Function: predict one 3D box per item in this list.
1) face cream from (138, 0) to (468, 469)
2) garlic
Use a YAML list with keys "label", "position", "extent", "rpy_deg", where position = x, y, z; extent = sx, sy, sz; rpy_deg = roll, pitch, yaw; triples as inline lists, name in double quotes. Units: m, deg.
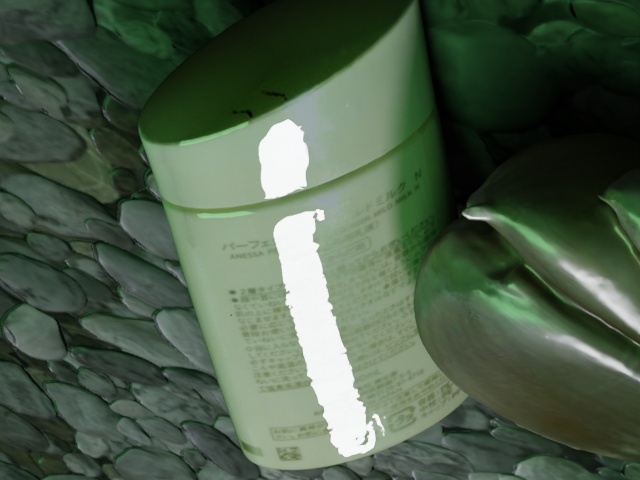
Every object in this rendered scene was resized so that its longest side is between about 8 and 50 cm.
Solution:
- label: "face cream"
  position: [0.000, 0.000, 1.186]
  extent: [0.173, 0.081, 0.348]
  rpy_deg: [-21, 137, -6]
- label: "garlic"
  position: [0.189, 0.042, 1.145]
  extent: [0.325, 0.132, 0.279]
  rpy_deg: [33, 144, -19]
